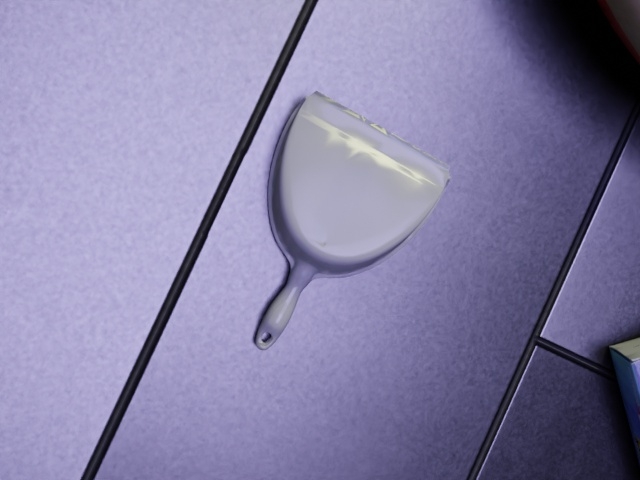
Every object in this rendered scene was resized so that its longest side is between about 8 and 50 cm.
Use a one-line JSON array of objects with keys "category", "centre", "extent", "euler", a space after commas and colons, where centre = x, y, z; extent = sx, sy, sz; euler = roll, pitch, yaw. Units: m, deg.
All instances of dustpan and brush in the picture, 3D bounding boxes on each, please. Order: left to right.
[{"category": "dustpan and brush", "centre": [0.000, 0.000, 0.692], "extent": [0.147, 0.060, 0.211], "euler": [29, 80, -5]}]

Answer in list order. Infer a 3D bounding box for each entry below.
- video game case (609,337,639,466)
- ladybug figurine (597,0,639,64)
[{"category": "video game case", "centre": [0.440, 0.197, 0.796], "extent": [0.245, 0.061, 0.269], "euler": [-17, 99, -2]}, {"category": "ladybug figurine", "centre": [0.372, -0.254, 0.711], "extent": [0.305, 0.162, 0.449], "euler": [-42, 103, -8]}]
